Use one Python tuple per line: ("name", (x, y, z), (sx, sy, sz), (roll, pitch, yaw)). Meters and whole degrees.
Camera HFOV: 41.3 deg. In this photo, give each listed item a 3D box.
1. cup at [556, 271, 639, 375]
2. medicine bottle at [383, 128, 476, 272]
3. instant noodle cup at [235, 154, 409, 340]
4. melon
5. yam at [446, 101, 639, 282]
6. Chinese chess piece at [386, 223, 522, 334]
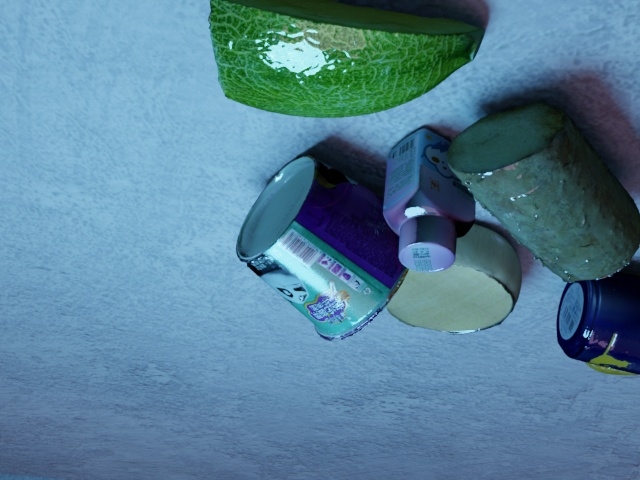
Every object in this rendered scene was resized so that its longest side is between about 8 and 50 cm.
("cup", (0.546, 0.181, 1.484), (0.256, 0.178, 0.255), (12, 120, -3))
("medicine bottle", (0.158, -0.052, 1.223), (0.119, 0.188, 0.094), (26, 143, -26))
("instant noodle cup", (0.000, 0.000, 1.304), (0.190, 0.251, 0.251), (35, 139, -23))
("melon", (0.037, -0.230, 1.039), (0.323, 0.124, 0.196), (6, 154, 6))
("yam", (0.317, -0.072, 1.184), (0.168, 0.168, 0.304), (-19, 137, 35))
("Chinese chess piece", (0.222, 0.067, 1.473), (0.249, 0.103, 0.250), (6, 147, 4))
